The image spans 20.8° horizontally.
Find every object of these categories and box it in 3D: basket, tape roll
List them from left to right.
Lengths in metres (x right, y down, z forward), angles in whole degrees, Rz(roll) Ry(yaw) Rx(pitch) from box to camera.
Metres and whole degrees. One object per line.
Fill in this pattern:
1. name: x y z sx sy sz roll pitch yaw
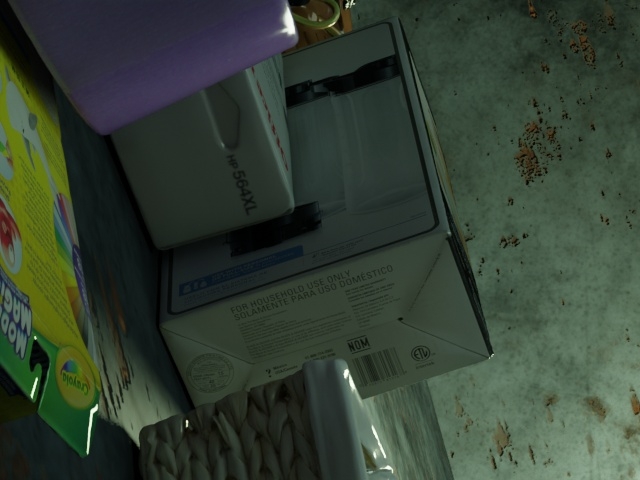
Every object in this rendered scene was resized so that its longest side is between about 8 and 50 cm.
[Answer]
1. tape roll: -0.104 -0.182 0.670 0.275 0.090 0.275 156 -90 -89
2. basket: -0.013 0.155 0.772 0.113 0.103 0.167 68 8 -48

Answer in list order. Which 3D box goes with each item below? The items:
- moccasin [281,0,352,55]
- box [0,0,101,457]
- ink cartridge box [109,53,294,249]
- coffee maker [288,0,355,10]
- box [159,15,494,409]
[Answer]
1. moccasin: -0.038 -0.122 1.265 0.147 0.139 0.380 -162 -115 -86
2. box: -0.115 -0.020 0.584 0.105 0.043 0.179 66 7 -56
3. ink cartridge box: -0.077 -0.112 1.000 0.203 0.086 0.148 -95 168 -61
4. coffee maker: -0.038 -0.251 1.102 0.120 0.178 0.171 -70 179 -53
5. box: -0.005 -0.017 1.046 0.290 0.169 0.087 -94 164 -60
